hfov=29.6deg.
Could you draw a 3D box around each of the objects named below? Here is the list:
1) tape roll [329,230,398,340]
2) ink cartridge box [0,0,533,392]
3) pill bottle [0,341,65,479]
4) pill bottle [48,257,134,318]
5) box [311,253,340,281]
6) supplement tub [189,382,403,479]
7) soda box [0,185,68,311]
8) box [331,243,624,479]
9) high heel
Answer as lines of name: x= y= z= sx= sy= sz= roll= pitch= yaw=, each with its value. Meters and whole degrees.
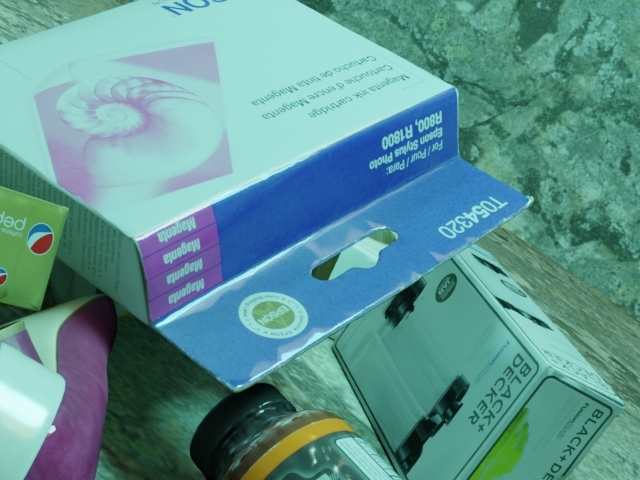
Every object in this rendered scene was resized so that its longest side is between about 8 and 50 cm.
tape roll: x=0.000 y=0.000 z=1.324 sx=0.286 sy=0.100 sz=0.286 roll=32 pitch=14 yaw=-9
ink cartridge box: x=-0.061 y=-0.072 z=0.855 sx=0.330 sy=0.071 sz=0.324 roll=32 pitch=41 yaw=28
pill bottle: x=-0.231 y=0.049 z=0.516 sx=0.221 sy=0.121 sz=0.121 roll=32 pitch=13 yaw=-14
pill bottle: x=-0.105 y=0.001 z=0.898 sx=0.184 sy=0.103 sz=0.103 roll=-5 pitch=33 yaw=-27
box: x=-0.047 y=-0.012 z=1.041 sx=0.021 sy=0.201 sz=0.164 roll=-23 pitch=69 yaw=-23
supplement tub: x=0.007 y=0.172 z=0.711 sx=0.198 sy=0.106 sz=0.106 roll=42 pitch=14 yaw=31
soda box: x=-0.227 y=-0.006 z=0.689 sx=0.181 sy=0.061 sz=0.058 roll=9 pitch=-7 yaw=41
box: x=0.125 y=0.116 z=1.065 sx=0.087 sy=0.169 sz=0.290 roll=29 pitch=15 yaw=-26
high heel: x=-0.150 y=0.098 z=0.714 sx=0.244 sy=0.082 sz=0.117 roll=-171 pitch=-120 yaw=-86
